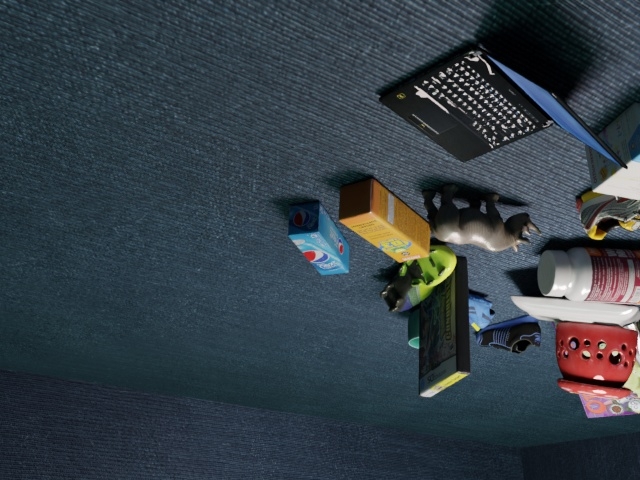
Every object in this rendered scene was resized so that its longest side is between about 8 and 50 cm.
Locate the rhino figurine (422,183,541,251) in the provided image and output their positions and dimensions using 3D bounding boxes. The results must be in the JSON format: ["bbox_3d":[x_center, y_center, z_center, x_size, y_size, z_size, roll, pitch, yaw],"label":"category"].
[{"bbox_3d":[0.311,-0.032,1.229,0.243,0.106,0.073,10,154,-15],"label":"rhino figurine"}]

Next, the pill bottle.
[{"bbox_3d":[0.600,0.075,1.412,0.221,0.121,0.121,3,154,-3],"label":"pill bottle"}]

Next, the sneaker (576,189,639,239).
[{"bbox_3d":[0.573,-0.065,1.157,0.088,0.092,0.225,19,149,-32],"label":"sneaker"}]

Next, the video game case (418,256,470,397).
[{"bbox_3d":[0.289,0.211,1.540,0.035,0.275,0.248,9,154,-8],"label":"video game case"}]

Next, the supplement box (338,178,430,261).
[{"bbox_3d":[0.131,-0.034,1.273,0.078,0.080,0.233,-14,152,34],"label":"supplement box"}]

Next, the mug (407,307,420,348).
[{"bbox_3d":[0.321,0.239,1.801,0.158,0.097,0.129,5,154,-7],"label":"mug"}]

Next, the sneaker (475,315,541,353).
[{"bbox_3d":[0.546,0.292,1.900,0.081,0.090,0.232,16,151,-26],"label":"sneaker"}]

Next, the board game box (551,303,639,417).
[{"bbox_3d":[0.783,0.326,1.763,0.208,0.056,0.347,-15,109,36],"label":"board game box"}]

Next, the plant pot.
[{"bbox_3d":[0.682,0.298,1.616,0.191,0.174,0.191,8,175,1],"label":"plant pot"}]

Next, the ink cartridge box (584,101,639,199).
[{"bbox_3d":[0.492,-0.132,1.022,0.090,0.092,0.143,9,153,-13],"label":"ink cartridge box"}]

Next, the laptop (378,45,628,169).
[{"bbox_3d":[0.258,-0.158,0.938,0.264,0.136,0.234,-21,145,39],"label":"laptop"}]

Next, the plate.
[{"bbox_3d":[0.626,0.177,1.580,0.277,0.045,0.278,4,171,28],"label":"plate"}]

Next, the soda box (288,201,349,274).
[{"bbox_3d":[0.000,0.000,1.359,0.067,0.071,0.210,-7,153,18],"label":"soda box"}]

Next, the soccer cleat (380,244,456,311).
[{"bbox_3d":[0.242,0.079,1.519,0.121,0.093,0.289,-19,161,-30],"label":"soccer cleat"}]

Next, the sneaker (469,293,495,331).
[{"bbox_3d":[0.392,0.161,1.690,0.082,0.069,0.209,-40,132,8],"label":"sneaker"}]
